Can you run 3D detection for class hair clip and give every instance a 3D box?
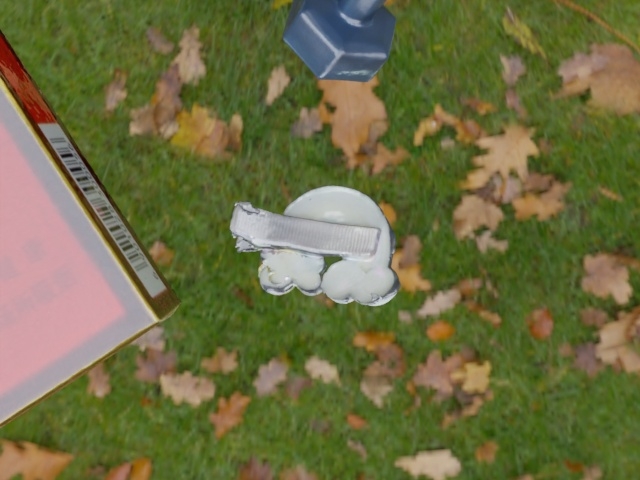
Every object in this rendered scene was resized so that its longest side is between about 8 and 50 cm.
[{"bbox_3d":[0.000,0.000,1.260,0.172,0.116,0.049,8,163,14],"label":"hair clip"}]

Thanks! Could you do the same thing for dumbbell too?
[{"bbox_3d":[0.075,-0.340,1.683,0.156,0.144,0.316,-1,149,-31],"label":"dumbbell"}]

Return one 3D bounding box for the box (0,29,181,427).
[{"bbox_3d":[-0.199,-0.024,0.663,0.153,0.074,0.240,-33,91,11],"label":"box"}]
